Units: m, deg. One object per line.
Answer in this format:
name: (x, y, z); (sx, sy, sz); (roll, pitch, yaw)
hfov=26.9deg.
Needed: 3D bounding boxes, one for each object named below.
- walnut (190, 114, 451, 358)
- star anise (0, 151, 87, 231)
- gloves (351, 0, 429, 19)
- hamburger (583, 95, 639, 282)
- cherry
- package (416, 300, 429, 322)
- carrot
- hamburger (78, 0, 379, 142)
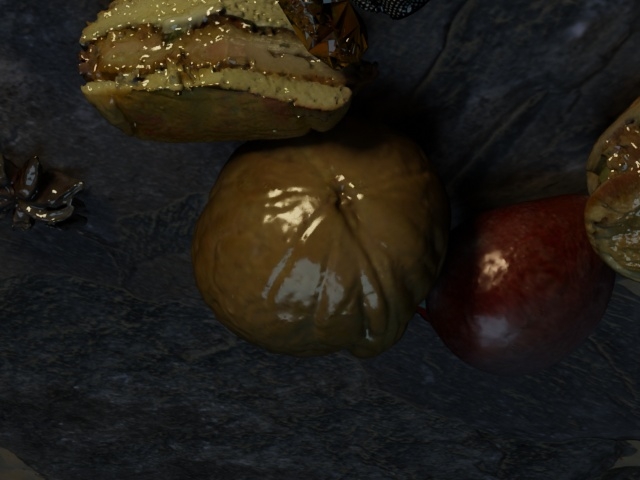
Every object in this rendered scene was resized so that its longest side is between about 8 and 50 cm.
walnut: (0.000, 0.000, 1.561); (0.333, 0.332, 0.333); (9, 148, 5)
star anise: (-0.410, -0.059, 1.819); (0.182, 0.065, 0.195); (13, 152, 1)
gloves: (0.032, -0.301, 1.255); (0.106, 0.129, 0.180); (-27, 125, 15)
hamburger: (0.416, -0.052, 1.483); (0.243, 0.146, 0.286); (-5, 138, 14)
cherry: (0.255, 0.057, 1.634); (0.239, 0.206, 0.239); (-3, 158, -1)
package: (0.213, 0.079, 1.851); (0.166, 0.040, 0.232); (34, 143, -32)
carrot: (-0.032, -0.269, 1.320); (0.069, 0.069, 0.228); (-17, 121, 38)
hamburger: (-0.112, -0.181, 1.442); (0.282, 0.155, 0.245); (18, 153, -22)
